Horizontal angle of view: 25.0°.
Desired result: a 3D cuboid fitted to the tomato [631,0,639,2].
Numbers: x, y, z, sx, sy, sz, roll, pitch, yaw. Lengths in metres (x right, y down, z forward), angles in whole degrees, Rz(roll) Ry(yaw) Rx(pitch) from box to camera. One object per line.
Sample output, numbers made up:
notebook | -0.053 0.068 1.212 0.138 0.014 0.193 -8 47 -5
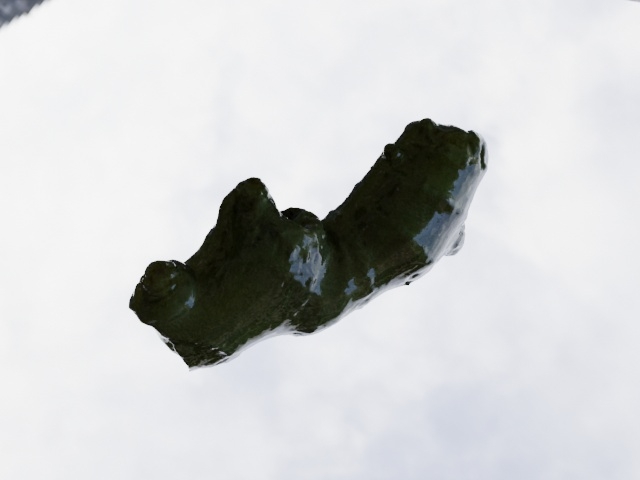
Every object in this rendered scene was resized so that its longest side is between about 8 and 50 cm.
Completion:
tomato | 0.281 -0.346 1.107 0.293 0.325 0.290 -31 -136 2

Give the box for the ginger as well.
ginger | -0.004 0.003 1.071 0.290 0.137 0.089 -19 -160 -8
